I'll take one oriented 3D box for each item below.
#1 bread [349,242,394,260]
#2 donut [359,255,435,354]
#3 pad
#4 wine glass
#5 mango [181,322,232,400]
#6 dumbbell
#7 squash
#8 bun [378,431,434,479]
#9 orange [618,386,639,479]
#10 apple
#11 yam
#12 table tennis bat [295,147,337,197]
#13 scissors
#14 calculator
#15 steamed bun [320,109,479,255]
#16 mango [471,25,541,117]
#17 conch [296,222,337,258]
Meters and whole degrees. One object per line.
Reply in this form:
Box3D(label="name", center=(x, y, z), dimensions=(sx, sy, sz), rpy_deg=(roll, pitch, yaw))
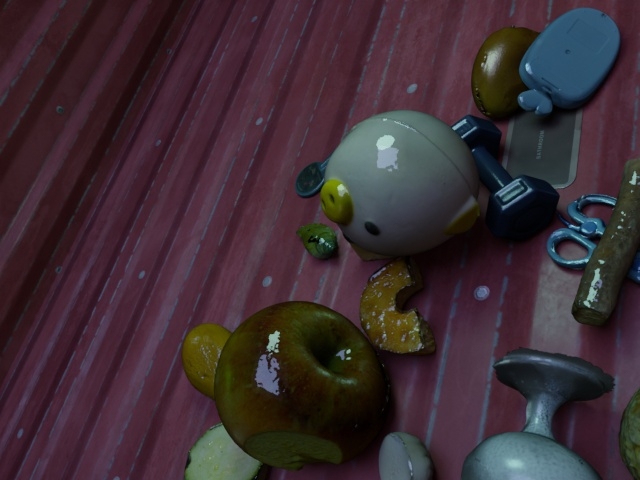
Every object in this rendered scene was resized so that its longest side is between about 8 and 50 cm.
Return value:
Box3D(label="bread", center=(0.151, -0.085, 1.399), dimensions=(0.142, 0.178, 0.265), rpy_deg=(-39, 31, 59))
Box3D(label="donut", center=(0.171, 0.162, 1.217), dimensions=(0.152, 0.101, 0.258), rpy_deg=(-22, 52, 27))
Box3D(label="pad", center=(0.531, -0.233, 1.259), dimensions=(0.176, 0.002, 0.266), rpy_deg=(-2, 62, 38))
Box3D(label="wine glass", center=(0.352, 0.370, 0.847), dimensions=(0.238, 0.238, 0.322), rpy_deg=(-5, 55, 36))
Box3D(label="mango", center=(-0.291, 0.346, 1.457), dimensions=(0.176, 0.119, 0.317), rpy_deg=(-45, 49, -5))
Box3D(label="dumbbell", center=(0.400, -0.150, 1.205), dimensions=(0.144, 0.160, 0.324), rpy_deg=(-63, 35, 35))
Box3D(label="squash", center=(-0.212, 0.559, 1.283), dimensions=(0.220, 0.133, 0.220), rpy_deg=(-18, 40, 16))
Box3D(label="bun", center=(0.181, 0.450, 1.033), dimensions=(0.138, 0.094, 0.138), rpy_deg=(-174, 90, -68))
Box3D(label="orange", center=(0.612, 0.284, 0.713), dimensions=(0.369, 0.210, 0.270), rpy_deg=(-8, 56, 32))
Box3D(label="apple", center=(-0.052, 0.333, 1.157), dimensions=(0.384, 0.374, 0.374), rpy_deg=(45, 95, 6))
Box3D(label="yam", center=(0.564, -0.008, 0.984), dimensions=(0.081, 0.081, 0.356), rpy_deg=(13, 70, 43))
Box3D(label="table tennis bat", center=(-0.003, -0.220, 1.660), dimensions=(0.201, 0.033, 0.124), rpy_deg=(-43, 46, 15))
Box3D(label="scissors", center=(0.609, 0.042, 0.994), dimensions=(0.180, 0.032, 0.393), rpy_deg=(-47, 43, 4))
Box3D(label="calculator", center=(0.589, -0.424, 1.244), dimensions=(0.188, 0.042, 0.302), rpy_deg=(37, 84, 7))
Box3D(label="steamed bun", center=(0.172, -0.121, 1.163), dimensions=(0.333, 0.334, 0.374), rpy_deg=(-64, 11, -13))
Box3D(label="mango", center=(0.471, -0.431, 1.336), dimensions=(0.136, 0.167, 0.235), rpy_deg=(179, 105, -84))
Box3D(label="conch", center=(-0.002, -0.001, 1.490), dimensions=(0.095, 0.079, 0.200), rpy_deg=(-29, 36, -4))
